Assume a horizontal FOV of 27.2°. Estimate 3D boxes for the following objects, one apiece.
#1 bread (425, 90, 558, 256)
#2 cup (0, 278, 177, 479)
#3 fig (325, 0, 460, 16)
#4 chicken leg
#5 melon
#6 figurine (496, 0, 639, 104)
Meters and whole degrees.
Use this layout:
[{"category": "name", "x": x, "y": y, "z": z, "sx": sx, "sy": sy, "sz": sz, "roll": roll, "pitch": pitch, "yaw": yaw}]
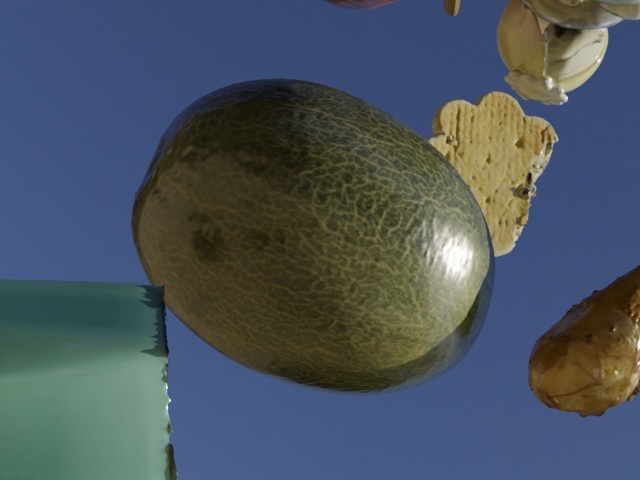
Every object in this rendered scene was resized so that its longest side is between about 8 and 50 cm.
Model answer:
[{"category": "bread", "x": 0.218, "y": -0.101, "z": 1.806, "sx": 0.182, "sy": 0.251, "sz": 0.039, "roll": 29, "pitch": -31, "yaw": -4}, {"category": "cup", "x": -0.172, "y": 0.072, "z": 0.488, "sx": 0.236, "sy": 0.148, "sz": 0.134, "roll": -3, "pitch": -34, "yaw": -11}, {"category": "fig", "x": 0.084, "y": -0.342, "z": 1.504, "sx": 0.207, "sy": 0.175, "sz": 0.175, "roll": 10, "pitch": -35, "yaw": -10}, {"category": "chicken leg", "x": 0.257, "y": 0.062, "z": 1.079, "sx": 0.101, "sy": 0.207, "sz": 0.085, "roll": 46, "pitch": -8, "yaw": -28}, {"category": "melon", "x": 0.000, "y": 0.000, "z": 1.080, "sx": 0.302, "sy": 0.237, "sz": 0.237, "roll": 27, "pitch": -33, "yaw": -12}, {"category": "figurine", "x": 0.226, "y": -0.273, "z": 1.256, "sx": 0.274, "sy": 0.226, "sz": 0.394, "roll": 36, "pitch": -20, "yaw": 15}]
